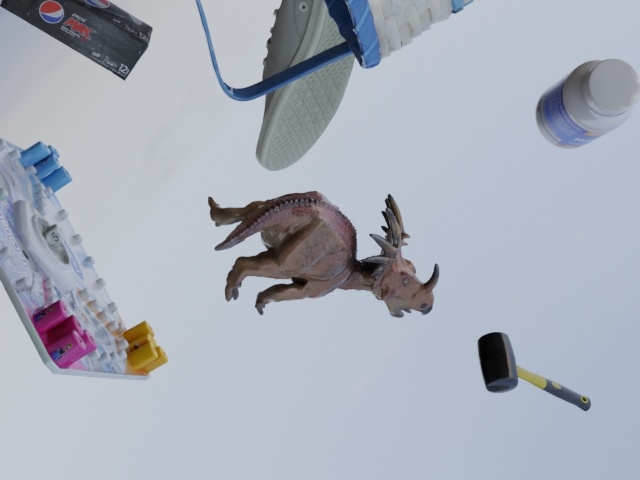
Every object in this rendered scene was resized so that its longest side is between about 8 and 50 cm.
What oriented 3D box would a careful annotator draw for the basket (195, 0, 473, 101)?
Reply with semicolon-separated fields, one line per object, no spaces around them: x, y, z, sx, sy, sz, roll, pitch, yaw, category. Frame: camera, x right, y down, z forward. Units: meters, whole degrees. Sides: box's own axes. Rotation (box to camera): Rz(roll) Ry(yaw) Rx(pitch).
0.000;-0.292;1.198;0.289;0.255;0.201;-22;-140;-7;basket

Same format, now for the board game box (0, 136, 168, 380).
-0.356;0.001;1.534;0.050;0.390;0.390;-30;169;3;board game box

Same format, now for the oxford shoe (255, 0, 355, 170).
-0.027;-0.329;1.935;0.169;0.130;0.449;-19;133;-51;oxford shoe

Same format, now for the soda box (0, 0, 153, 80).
-0.285;-0.263;1.361;0.060;0.169;0.053;-50;-158;27;soda box

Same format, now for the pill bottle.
0.562;-0.289;2.416;0.152;0.152;0.272;-55;-177;-10;pill bottle

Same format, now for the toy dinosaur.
0.000;0.000;1.297;0.200;0.295;0.127;-14;-114;24;toy dinosaur

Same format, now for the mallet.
0.243;0.165;1.285;0.039;0.189;0.062;-33;-140;34;mallet
